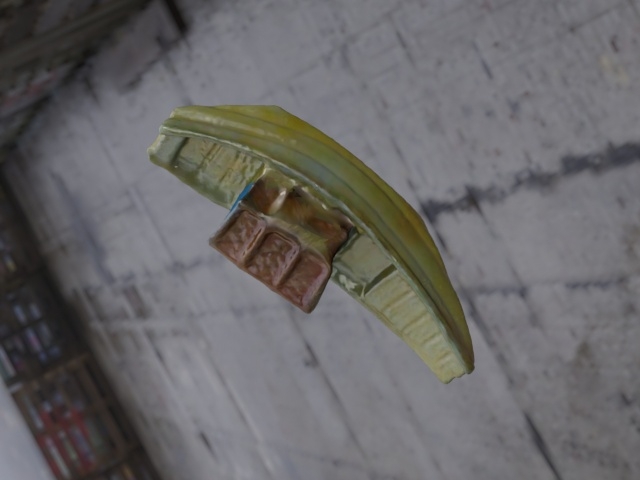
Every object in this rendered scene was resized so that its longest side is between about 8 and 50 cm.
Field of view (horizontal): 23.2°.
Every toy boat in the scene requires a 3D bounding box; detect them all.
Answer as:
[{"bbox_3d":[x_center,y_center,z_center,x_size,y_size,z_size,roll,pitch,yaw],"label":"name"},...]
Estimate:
[{"bbox_3d":[0.000,0.000,0.686,0.172,0.066,0.065,36,155,-7],"label":"toy boat"}]
